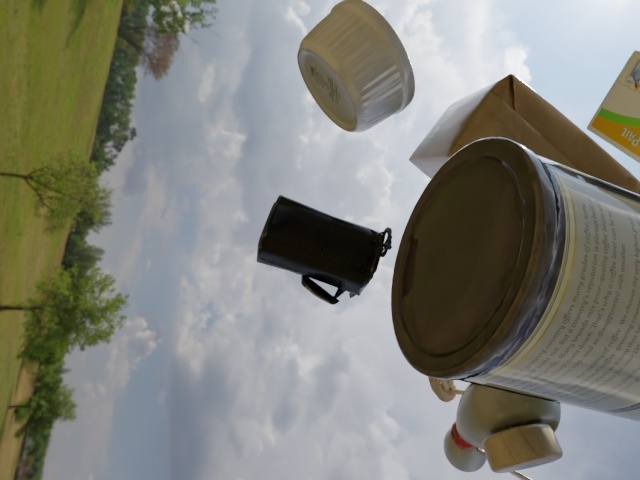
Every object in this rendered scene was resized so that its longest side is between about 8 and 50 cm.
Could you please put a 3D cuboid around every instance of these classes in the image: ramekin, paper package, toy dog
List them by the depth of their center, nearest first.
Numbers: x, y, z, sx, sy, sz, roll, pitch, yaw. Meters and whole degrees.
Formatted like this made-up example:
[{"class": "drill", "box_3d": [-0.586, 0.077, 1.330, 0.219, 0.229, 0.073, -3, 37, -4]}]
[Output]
[{"class": "toy dog", "box_3d": [0.274, 0.252, 0.619, 0.333, 0.161, 0.220, 79, 4, -73]}, {"class": "ramekin", "box_3d": [0.052, -0.284, 0.734, 0.109, 0.207, 0.207, -39, -144, -7]}, {"class": "paper package", "box_3d": [0.361, -0.136, 0.829, 0.168, 0.310, 0.325, -51, -174, 8]}]

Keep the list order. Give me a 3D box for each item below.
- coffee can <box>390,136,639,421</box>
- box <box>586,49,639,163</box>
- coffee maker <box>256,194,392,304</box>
[{"class": "coffee can", "box_3d": [0.233, 0.048, 0.387, 0.201, 0.276, 0.201, -163, -90, -77]}, {"class": "box", "box_3d": [0.429, -0.123, 0.475, 0.203, 0.114, 0.103, -103, -158, -51]}, {"class": "coffee maker", "box_3d": [0.000, 0.000, 0.671, 0.120, 0.178, 0.171, -76, -172, -46]}]
